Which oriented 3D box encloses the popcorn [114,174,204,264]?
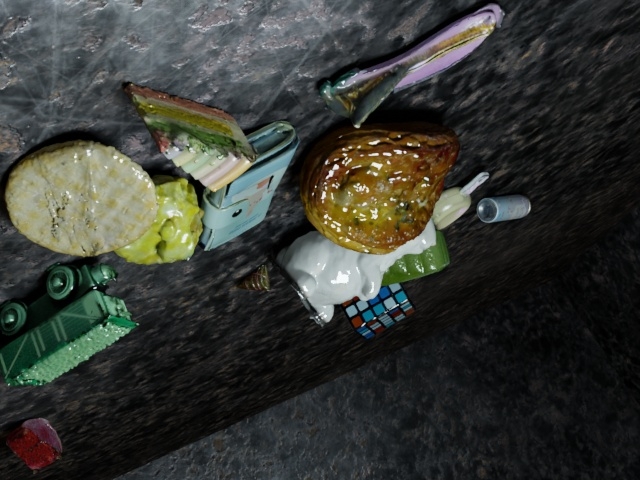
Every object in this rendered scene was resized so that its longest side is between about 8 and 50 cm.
[{"bbox_3d":[-0.272,-0.036,1.221,0.173,0.142,0.173,-2,158,-1],"label":"popcorn"}]

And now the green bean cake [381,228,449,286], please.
[{"bbox_3d":[0.205,0.044,1.935,0.248,0.125,0.222,-15,177,12],"label":"green bean cake"}]

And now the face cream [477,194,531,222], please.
[{"bbox_3d":[0.564,-0.099,2.252,0.229,0.075,0.075,-9,152,-45],"label":"face cream"}]

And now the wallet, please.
[{"bbox_3d":[-0.139,-0.091,1.318,0.176,0.075,0.250,-34,166,-32],"label":"wallet"}]

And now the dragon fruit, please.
[{"bbox_3d":[-0.752,0.522,1.963,0.102,0.096,0.147,-33,117,-1],"label":"dragon fruit"}]

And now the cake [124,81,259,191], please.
[{"bbox_3d":[-0.197,-0.142,1.078,0.090,0.109,0.225,-37,159,23],"label":"cake"}]

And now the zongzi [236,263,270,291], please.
[{"bbox_3d":[-0.155,0.098,1.820,0.083,0.067,0.073,-16,176,19],"label":"zongzi"}]

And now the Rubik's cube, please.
[{"bbox_3d":[0.149,0.155,2.149,0.187,0.182,0.184,-31,161,7],"label":"Rubik's cube"}]

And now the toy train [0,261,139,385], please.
[{"bbox_3d":[-0.473,0.147,1.342,0.269,0.154,0.115,-32,158,7],"label":"toy train"}]

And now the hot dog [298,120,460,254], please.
[{"bbox_3d":[0.138,-0.115,1.478,0.387,0.174,0.267,-9,129,-45],"label":"hot dog"}]

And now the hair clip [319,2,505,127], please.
[{"bbox_3d":[0.163,-0.297,1.271,0.358,0.095,0.110,-33,126,-14],"label":"hair clip"}]

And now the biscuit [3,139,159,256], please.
[{"bbox_3d":[-0.344,-0.055,1.084,0.219,0.033,0.220,-6,134,-6],"label":"biscuit"}]

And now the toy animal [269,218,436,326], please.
[{"bbox_3d":[0.077,0.015,1.692,0.357,0.258,0.194,-38,149,-4],"label":"toy animal"}]

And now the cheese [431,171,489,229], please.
[{"bbox_3d":[0.356,-0.106,1.971,0.137,0.064,0.227,-10,154,-49],"label":"cheese"}]
